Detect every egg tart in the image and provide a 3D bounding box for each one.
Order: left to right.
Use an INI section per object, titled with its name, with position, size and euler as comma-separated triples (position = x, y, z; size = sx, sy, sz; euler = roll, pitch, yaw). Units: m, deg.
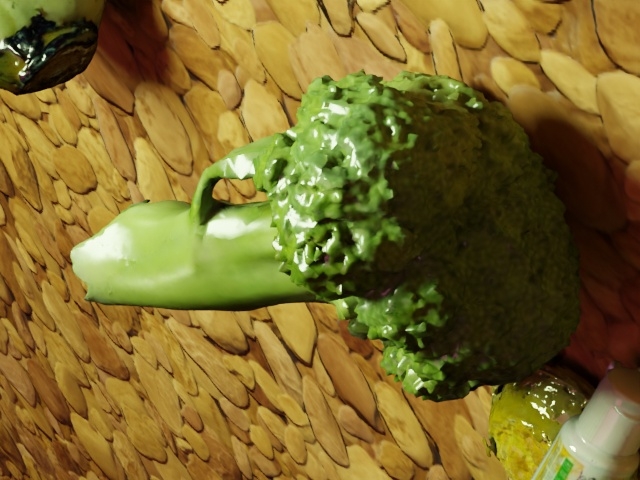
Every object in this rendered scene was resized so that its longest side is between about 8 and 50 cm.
[egg tart]
position = 0.151, 0.135, 1.269
size = 0.130, 0.052, 0.130
euler = 39, 151, 27

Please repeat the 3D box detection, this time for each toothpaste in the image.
[toothpaste]
position = 0.131, 0.209, 1.233
size = 0.058, 0.056, 0.314
euler = -99, 29, -53

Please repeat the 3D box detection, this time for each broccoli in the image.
[broccoli]
position = 0.034, -0.009, 1.180
size = 0.254, 0.186, 0.302
euler = 23, 171, -28

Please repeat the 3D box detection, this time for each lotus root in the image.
[lotus root]
position = -0.274, -0.248, 1.470
size = 0.309, 0.173, 0.173
euler = 52, 155, 10
